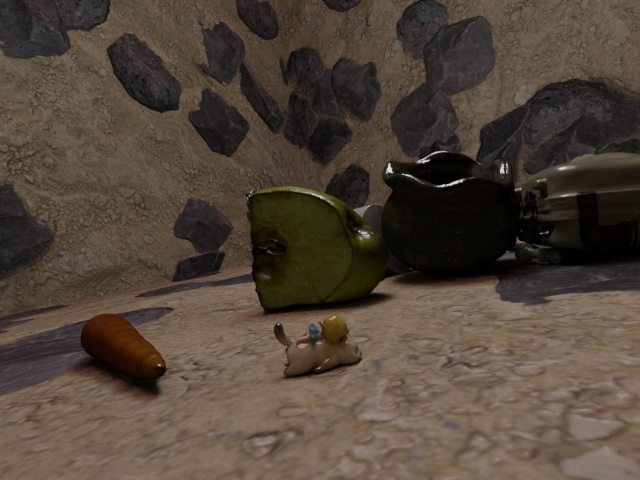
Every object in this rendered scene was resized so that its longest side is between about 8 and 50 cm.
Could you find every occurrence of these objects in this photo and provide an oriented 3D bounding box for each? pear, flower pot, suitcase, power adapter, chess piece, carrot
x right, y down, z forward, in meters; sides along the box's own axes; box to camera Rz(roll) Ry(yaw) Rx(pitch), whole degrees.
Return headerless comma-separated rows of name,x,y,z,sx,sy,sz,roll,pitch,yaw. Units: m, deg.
pear,0.000,0.000,0.781,0.255,0.239,0.164,-11,-6,27
flower pot,0.283,-0.069,0.880,0.301,0.213,0.302,-5,23,2
suitcase,0.596,-0.082,0.829,0.338,0.194,0.351,-3,2,14
power adapter,0.108,0.006,1.091,0.187,0.124,0.255,35,-19,-22
chess piece,0.430,0.029,0.792,0.042,0.042,0.093,-10,7,-15
carrot,-0.257,0.138,0.532,0.069,0.069,0.335,-10,4,-40

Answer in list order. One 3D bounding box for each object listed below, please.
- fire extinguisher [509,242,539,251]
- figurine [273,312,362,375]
fire extinguisher,0.520,0.017,1.039,0.028,0.023,0.083,23,-11,-20
figurine,-0.002,0.101,0.402,0.083,0.051,0.047,-10,6,-8
